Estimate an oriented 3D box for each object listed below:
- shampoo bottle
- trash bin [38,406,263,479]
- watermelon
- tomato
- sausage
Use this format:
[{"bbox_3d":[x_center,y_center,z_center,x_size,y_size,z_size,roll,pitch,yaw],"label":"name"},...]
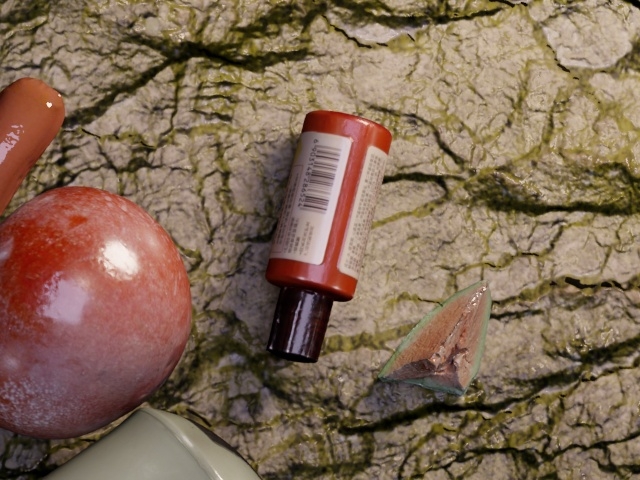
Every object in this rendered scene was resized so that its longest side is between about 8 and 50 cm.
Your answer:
[{"bbox_3d":[0.000,0.000,1.809,0.104,0.104,0.278,16,81,-12],"label":"shampoo bottle"},{"bbox_3d":[-0.233,0.363,1.609,0.432,0.280,0.280,-31,92,-22],"label":"trash bin"},{"bbox_3d":[0.155,0.118,1.859,0.101,0.080,0.155,38,62,-17],"label":"watermelon"},{"bbox_3d":[-0.252,0.079,1.647,0.227,0.270,0.270,41,76,11],"label":"tomato"},{"bbox_3d":[-0.349,-0.090,1.750,0.077,0.077,0.194,33,78,-9],"label":"sausage"}]
